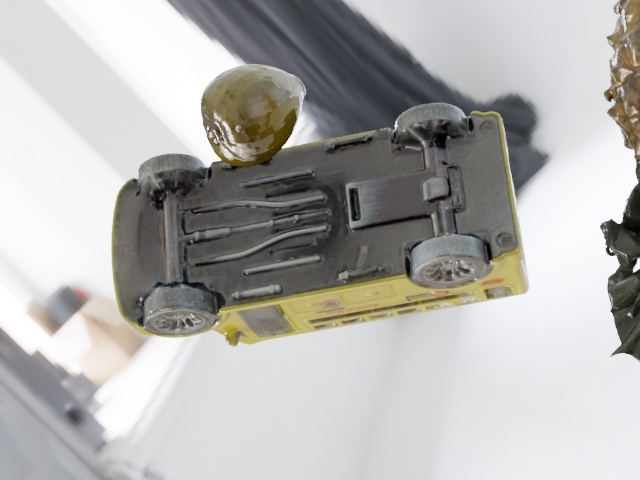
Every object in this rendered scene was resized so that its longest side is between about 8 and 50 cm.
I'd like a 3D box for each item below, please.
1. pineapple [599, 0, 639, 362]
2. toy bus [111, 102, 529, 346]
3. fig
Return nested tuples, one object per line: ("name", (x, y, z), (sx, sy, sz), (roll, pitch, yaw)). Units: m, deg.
("pineapple", (0.238, -0.042, 0.951), (0.128, 0.128, 0.248), (-172, 86, -77))
("toy bus", (0.000, 0.000, 1.239), (0.330, 0.144, 0.152), (-10, -26, 11))
("fig", (-0.048, -0.099, 1.133), (0.088, 0.074, 0.074), (-35, 5, -27))
